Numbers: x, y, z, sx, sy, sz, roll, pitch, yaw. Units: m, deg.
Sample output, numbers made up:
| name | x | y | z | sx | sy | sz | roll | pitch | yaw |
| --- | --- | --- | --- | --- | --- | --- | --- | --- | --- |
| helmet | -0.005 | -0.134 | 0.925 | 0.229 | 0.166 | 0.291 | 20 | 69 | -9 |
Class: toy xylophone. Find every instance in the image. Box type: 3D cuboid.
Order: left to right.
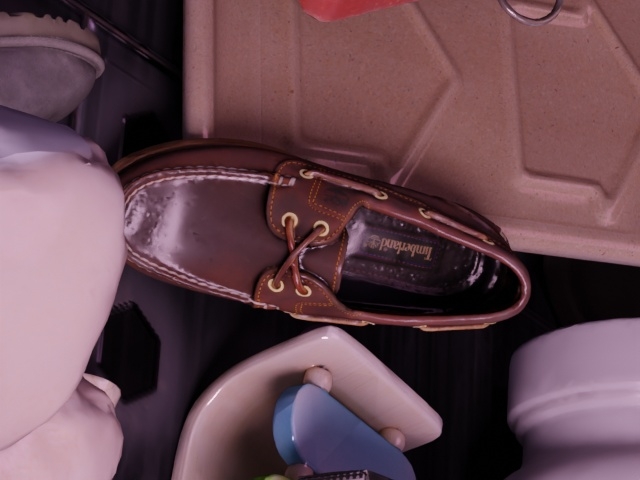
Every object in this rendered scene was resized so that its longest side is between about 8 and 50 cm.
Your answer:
| name | x | y | z | sx | sy | sz | roll | pitch | yaw |
| --- | --- | --- | --- | --- | --- | --- | --- | --- | --- |
| toy xylophone | -0.034 | 0.189 | 0.759 | 0.236 | 0.081 | 0.323 | 33 | 53 | -49 |

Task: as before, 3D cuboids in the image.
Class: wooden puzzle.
| name | x | y | z | sx | sy | sz | roll | pitch | yaw |
| --- | --- | --- | --- | --- | --- | --- | --- | --- | --- |
| wooden puzzle | 0.074 | -0.139 | 0.951 | 0.347 | 0.080 | 0.322 | 9 | 66 | -25 |

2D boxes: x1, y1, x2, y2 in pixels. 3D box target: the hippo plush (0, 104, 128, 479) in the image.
| name | x | y | z | sx | sy | sz | roll | pitch | yaw |
| --- | --- | --- | --- | --- | --- | --- | --- | --- | --- |
| hippo plush | -0.179 | -0.010 | 0.469 | 0.234 | 0.294 | 0.237 | 55 | 19 | -34 |

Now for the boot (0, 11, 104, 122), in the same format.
| name | x | y | z | sx | sy | sz | roll | pitch | yaw |
| --- | --- | --- | --- | --- | --- | --- | --- | --- | --- |
| boot | -0.142 | 0.023 | 0.644 | 0.189 | 0.076 | 0.209 | -10 | 83 | -44 |

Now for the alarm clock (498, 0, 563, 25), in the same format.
| name | x | y | z | sx | sy | sz | roll | pitch | yaw |
| --- | --- | --- | --- | --- | --- | --- | --- | --- | --- |
| alarm clock | 0.073 | -0.193 | 0.833 | 0.129 | 0.064 | 0.192 | -18 | 82 | -32 |

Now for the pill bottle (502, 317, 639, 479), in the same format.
| name | x | y | z | sx | sy | sz | roll | pitch | yaw |
| --- | --- | --- | --- | --- | --- | --- | --- | --- | --- |
| pill bottle | 0.191 | 0.241 | 0.982 | 0.210 | 0.210 | 0.363 | 33 | 54 | -50 |

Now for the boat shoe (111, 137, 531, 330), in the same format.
| name | x | y | z | sx | sy | sz | roll | pitch | yaw |
| --- | --- | --- | --- | --- | --- | --- | --- | --- | --- |
| boat shoe | 0.000 | 0.000 | 0.791 | 0.207 | 0.073 | 0.073 | 6 | 106 | -21 |

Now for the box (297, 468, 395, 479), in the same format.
| name | x | y | z | sx | sy | sz | roll | pitch | yaw |
| --- | --- | --- | --- | --- | --- | --- | --- | --- | --- |
| box | 0.051 | 0.213 | 0.768 | 0.184 | 0.045 | 0.191 | 30 | 54 | -54 |

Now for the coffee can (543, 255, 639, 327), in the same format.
| name | x | y | z | sx | sy | sz | roll | pitch | yaw |
| --- | --- | --- | --- | --- | --- | --- | --- | --- | --- |
| coffee can | 0.296 | -0.040 | 1.245 | 0.202 | 0.201 | 0.275 | 64 | 35 | -23 |

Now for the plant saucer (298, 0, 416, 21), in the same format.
| name | x | y | z | sx | sy | sz | roll | pitch | yaw |
| --- | --- | --- | --- | --- | --- | --- | --- | --- | --- |
| plant saucer | 0.056 | -0.262 | 0.915 | 0.258 | 0.047 | 0.259 | -18 | 80 | -32 |
